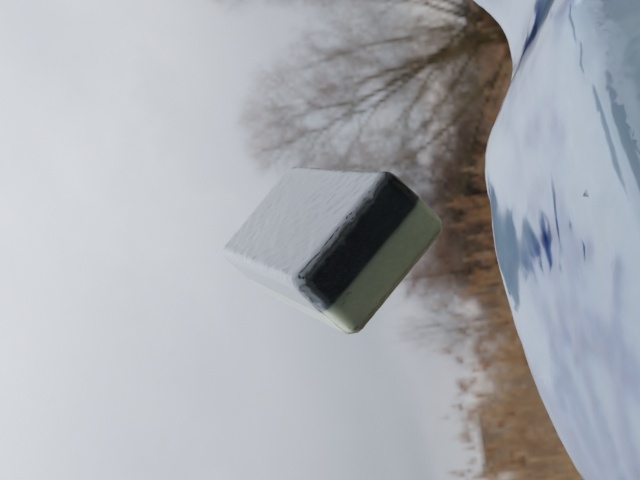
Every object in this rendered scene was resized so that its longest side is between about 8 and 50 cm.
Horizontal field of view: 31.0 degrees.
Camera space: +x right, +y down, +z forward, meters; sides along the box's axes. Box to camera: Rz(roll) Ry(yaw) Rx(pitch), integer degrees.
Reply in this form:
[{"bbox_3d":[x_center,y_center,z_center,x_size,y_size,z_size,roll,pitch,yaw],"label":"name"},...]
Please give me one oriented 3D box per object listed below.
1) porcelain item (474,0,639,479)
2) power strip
[{"bbox_3d":[0.192,-0.016,0.551,0.242,0.179,0.405,101,159,-64],"label":"porcelain item"},{"bbox_3d":[0.000,0.000,0.888,0.070,0.105,0.257,43,172,-17],"label":"power strip"}]
